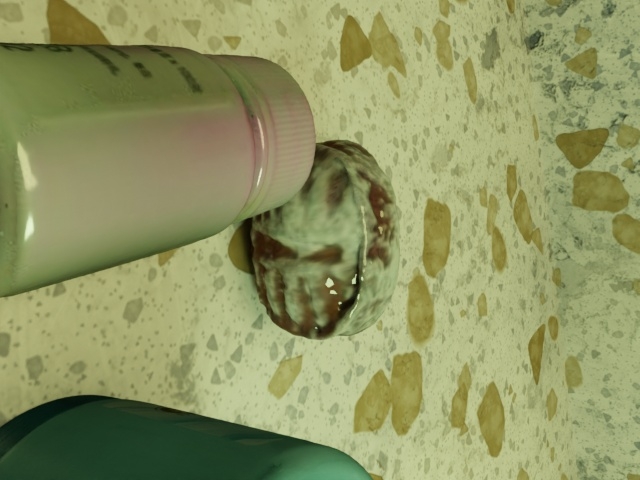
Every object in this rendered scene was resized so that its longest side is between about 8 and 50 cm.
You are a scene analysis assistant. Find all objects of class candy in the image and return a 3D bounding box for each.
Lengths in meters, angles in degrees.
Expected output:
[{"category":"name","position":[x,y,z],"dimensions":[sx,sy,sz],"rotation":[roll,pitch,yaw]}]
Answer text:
[{"category":"candy","position":[0.000,0.000,0.930],"dimensions":[0.157,0.214,0.289],"rotation":[-6,97,-51]}]

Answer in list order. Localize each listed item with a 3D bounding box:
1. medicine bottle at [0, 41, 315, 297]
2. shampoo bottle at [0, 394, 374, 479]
[{"category":"medicine bottle","position":[-0.193,-0.093,0.678],"dimensions":[0.388,0.219,0.219],"rotation":[-21,105,-50]},{"category":"shampoo bottle","position":[-0.148,0.333,0.621],"dimensions":[0.331,0.343,0.330],"rotation":[2,87,-52]}]
